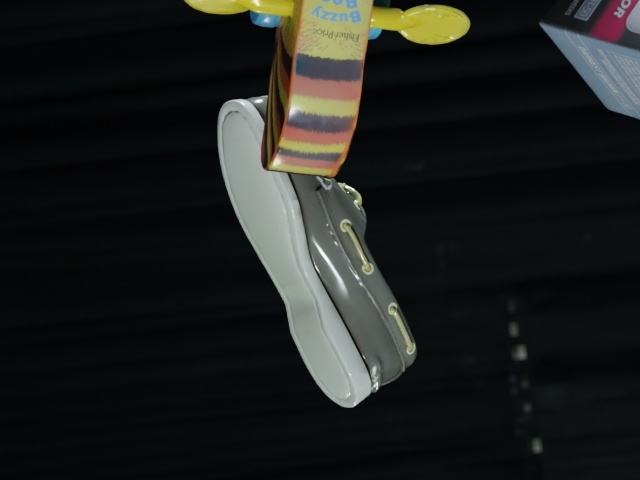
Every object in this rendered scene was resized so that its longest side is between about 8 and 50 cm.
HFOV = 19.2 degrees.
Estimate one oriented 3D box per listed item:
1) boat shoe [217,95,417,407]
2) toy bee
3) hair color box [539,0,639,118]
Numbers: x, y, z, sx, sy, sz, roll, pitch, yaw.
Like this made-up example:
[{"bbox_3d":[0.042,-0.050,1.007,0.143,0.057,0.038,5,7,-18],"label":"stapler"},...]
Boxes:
[{"bbox_3d":[-0.002,0.000,1.743,0.109,0.091,0.305,0,115,62],"label":"boat shoe"},{"bbox_3d":[-0.002,-0.195,1.339,0.162,0.195,0.298,-175,70,-78],"label":"toy bee"},{"bbox_3d":[0.340,-0.141,1.190,0.185,0.374,0.113,-55,-47,-10],"label":"hair color box"}]
